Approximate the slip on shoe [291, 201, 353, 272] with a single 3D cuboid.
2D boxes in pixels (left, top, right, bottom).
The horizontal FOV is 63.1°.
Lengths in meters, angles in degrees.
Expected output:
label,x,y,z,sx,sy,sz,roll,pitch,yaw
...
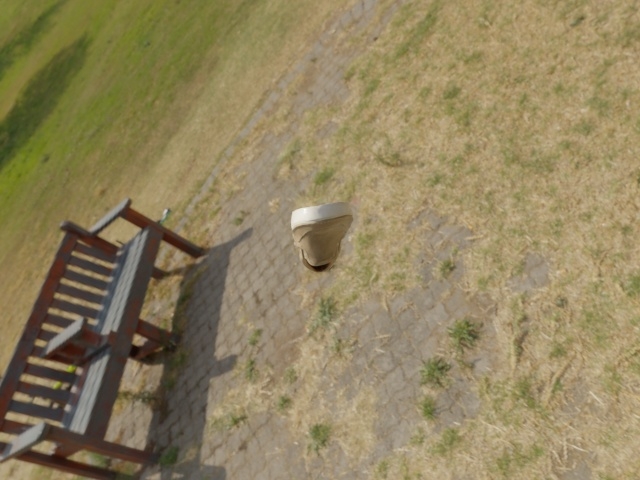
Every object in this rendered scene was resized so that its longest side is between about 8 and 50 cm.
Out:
label,x,y,z,sx,sy,sz,roll,pitch,yaw
slip on shoe,0.000,0.000,0.439,0.135,0.051,0.041,127,133,-77
